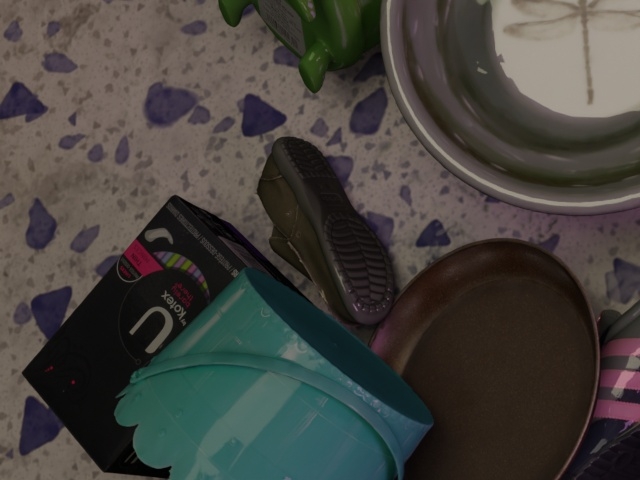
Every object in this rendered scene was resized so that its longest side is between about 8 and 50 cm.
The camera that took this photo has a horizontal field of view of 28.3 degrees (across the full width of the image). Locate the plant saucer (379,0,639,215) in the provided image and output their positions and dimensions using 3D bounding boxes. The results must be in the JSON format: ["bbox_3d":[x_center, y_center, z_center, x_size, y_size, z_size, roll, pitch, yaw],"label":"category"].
[{"bbox_3d":[0.263,-0.216,1.264,0.400,0.100,0.401,-3,81,16],"label":"plant saucer"}]

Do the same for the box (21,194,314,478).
[{"bbox_3d":[-0.169,0.111,1.415,0.165,0.143,0.270,43,97,26],"label":"box"}]

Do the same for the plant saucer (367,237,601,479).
[{"bbox_3d":[0.157,0.150,1.265,0.310,0.050,0.311,-25,52,37],"label":"plant saucer"}]

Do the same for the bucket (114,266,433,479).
[{"bbox_3d":[-0.037,0.170,1.229,0.281,0.281,0.183,41,96,26],"label":"bucket"}]

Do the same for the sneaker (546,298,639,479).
[{"bbox_3d":[0.300,0.143,1.242,0.319,0.112,0.131,-49,45,5],"label":"sneaker"}]

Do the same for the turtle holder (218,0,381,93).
[{"bbox_3d":[0.000,-0.348,1.367,0.227,0.320,0.243,-37,36,-14],"label":"turtle holder"}]

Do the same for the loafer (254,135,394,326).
[{"bbox_3d":[0.000,0.000,1.410,0.087,0.094,0.251,-48,52,33],"label":"loafer"}]
